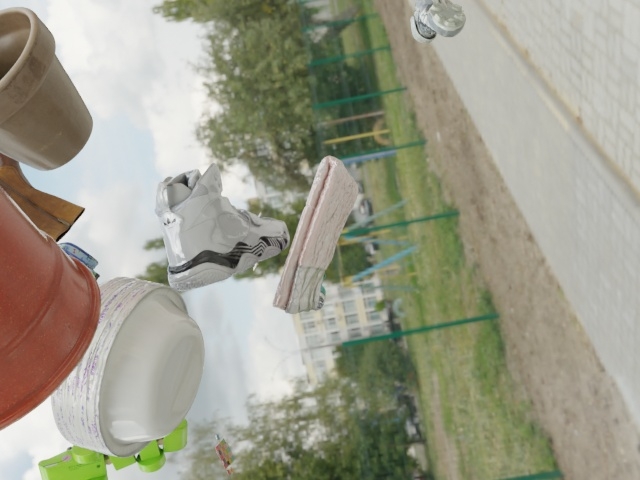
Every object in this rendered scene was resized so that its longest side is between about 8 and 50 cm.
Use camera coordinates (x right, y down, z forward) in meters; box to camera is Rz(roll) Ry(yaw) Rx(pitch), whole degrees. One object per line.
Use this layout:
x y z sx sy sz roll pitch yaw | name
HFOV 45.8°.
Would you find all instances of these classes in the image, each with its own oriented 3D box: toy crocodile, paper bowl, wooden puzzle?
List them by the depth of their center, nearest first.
-0.291 0.208 1.229 0.284 0.148 0.284 12 -90 -74 | paper bowl
-0.191 0.427 1.520 0.083 0.006 0.049 64 -165 0 | wooden puzzle
-0.468 0.483 1.741 0.105 0.341 0.115 -132 30 -59 | toy crocodile

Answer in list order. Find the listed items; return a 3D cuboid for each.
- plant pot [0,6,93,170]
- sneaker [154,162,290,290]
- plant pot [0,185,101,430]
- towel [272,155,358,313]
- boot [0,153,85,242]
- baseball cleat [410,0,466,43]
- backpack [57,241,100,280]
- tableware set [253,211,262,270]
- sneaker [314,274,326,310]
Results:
-0.539 -0.250 1.373 0.229 0.263 0.263 50 -155 -47 | plant pot
-0.187 -0.046 1.479 0.366 0.138 0.210 -29 -75 -61 | sneaker
-0.403 0.022 0.756 0.272 0.273 0.265 -97 -9 -47 | plant pot
0.000 0.000 1.576 0.332 0.054 0.316 27 -98 -81 | towel
-0.765 -0.144 2.036 0.264 0.281 0.096 -69 4 -45 | boot
0.216 -0.402 1.405 0.205 0.072 0.109 -94 11 -50 | baseball cleat
-0.480 0.052 1.406 0.114 0.105 0.084 43 -132 -36 | backpack
-0.199 0.003 2.195 0.194 0.039 0.128 126 142 -68 | tableware set
-0.037 0.119 2.047 0.109 0.107 0.275 -61 9 -6 | sneaker
